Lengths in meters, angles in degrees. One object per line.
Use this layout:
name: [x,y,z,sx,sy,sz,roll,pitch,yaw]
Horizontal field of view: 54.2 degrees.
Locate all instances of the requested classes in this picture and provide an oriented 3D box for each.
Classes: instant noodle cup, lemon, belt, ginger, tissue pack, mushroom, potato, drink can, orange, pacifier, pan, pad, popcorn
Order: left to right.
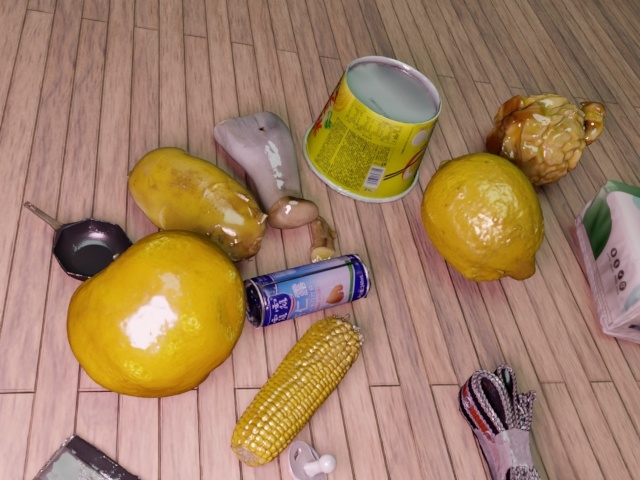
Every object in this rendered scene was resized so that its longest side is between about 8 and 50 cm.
pan: [-0.431,-0.003,1.136,0.128,0.048,0.202,-25,66,-37]
pad: [-0.313,0.400,0.870,0.233,0.022,0.174,33,48,5]
orange: [-0.246,0.115,0.970,0.235,0.279,0.279,55,48,-12]
potato: [-0.230,-0.068,1.208,0.300,0.140,0.173,34,55,16]
mushroom: [-0.114,-0.150,1.354,0.159,0.122,0.328,-27,58,5]
drink can: [-0.025,0.092,1.186,0.235,0.097,0.097,-13,58,-30]
pacifier: [-0.007,0.354,0.984,0.099,0.078,0.081,55,29,-8]
ginger: [0.005,0.002,1.308,0.058,0.044,0.137,-9,49,8]
instant noodle cup: [0.133,-0.271,1.462,0.312,0.221,0.311,11,50,-14]
lemon: [0.352,-0.049,1.353,0.245,0.245,0.319,-16,64,-31]
belt: [0.331,0.390,1.082,0.126,0.094,0.359,6,49,-11]
popcorn: [0.589,-0.278,1.647,0.333,0.225,0.265,-22,32,-16]
tissue pack: [0.771,0.056,1.459,0.266,0.193,0.356,14,49,-12]

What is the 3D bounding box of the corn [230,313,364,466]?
corn: [-0.036,0.247,1.054,0.106,0.106,0.305,36,53,9]
